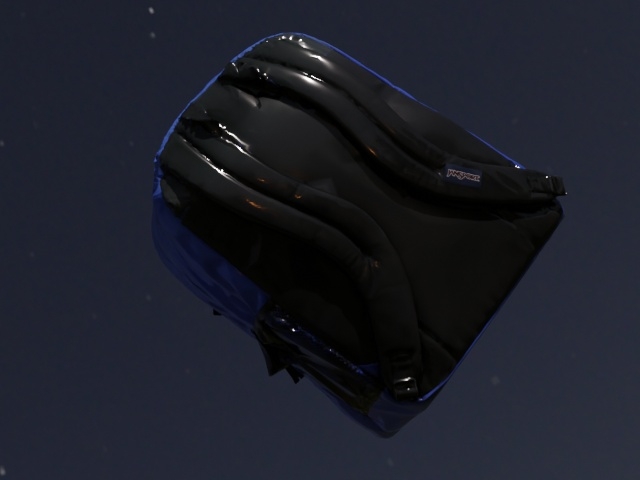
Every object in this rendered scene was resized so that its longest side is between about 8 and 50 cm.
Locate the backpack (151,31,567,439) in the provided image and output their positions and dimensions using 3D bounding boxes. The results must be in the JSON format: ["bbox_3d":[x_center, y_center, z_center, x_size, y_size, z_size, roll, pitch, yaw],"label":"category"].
[{"bbox_3d":[0.000,0.000,0.395,0.098,0.120,0.101,-51,-5,-26],"label":"backpack"}]
